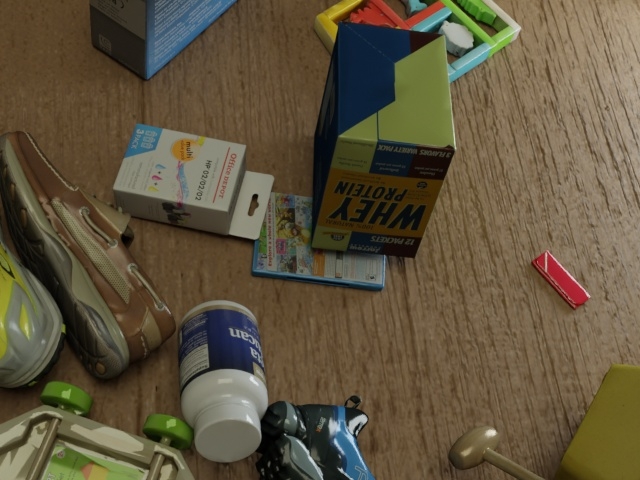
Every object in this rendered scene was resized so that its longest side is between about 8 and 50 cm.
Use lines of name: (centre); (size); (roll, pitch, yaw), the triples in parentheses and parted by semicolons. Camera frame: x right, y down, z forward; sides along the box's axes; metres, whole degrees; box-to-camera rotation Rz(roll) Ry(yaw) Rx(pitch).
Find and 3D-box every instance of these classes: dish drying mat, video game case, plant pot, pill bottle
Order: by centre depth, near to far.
pill bottle: (-0.106, 0.153, 1.089); (0.094, 0.094, 0.169); (0, 39, -10)
plant pot: (0.364, 0.261, 1.093); (0.187, 0.212, 0.212); (26, 59, 19)
video game case: (0.000, 0.000, 1.270); (0.166, 0.015, 0.119); (7, 61, -6)
dish drying mat: (0.314, 0.051, 1.303); (0.032, 0.008, 0.083); (-32, 71, -25)

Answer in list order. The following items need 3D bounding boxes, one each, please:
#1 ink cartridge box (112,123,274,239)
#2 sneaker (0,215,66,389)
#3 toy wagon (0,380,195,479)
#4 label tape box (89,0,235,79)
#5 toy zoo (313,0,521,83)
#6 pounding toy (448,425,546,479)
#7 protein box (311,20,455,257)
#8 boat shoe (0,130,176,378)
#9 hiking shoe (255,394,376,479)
ink cartridge box: (-0.154, -0.073, 1.248); (0.181, 0.062, 0.104); (11, 60, 2)
sneaker: (-0.425, -0.007, 1.096); (0.145, 0.147, 0.384); (-46, 68, -3)
toy wagon: (-0.291, 0.281, 1.030); (0.344, 0.068, 0.267); (18, 59, 0)
label tape box: (-0.182, -0.400, 1.276); (0.106, 0.334, 0.241); (35, 61, 10)
toy zoo: (0.127, -0.299, 1.452); (0.293, 0.030, 0.192); (-35, 72, -25)
pounding toy: (0.184, 0.333, 1.036); (0.154, 0.155, 0.270); (-19, 66, -24)
protein box: (0.070, -0.121, 1.228); (0.135, 0.201, 0.200); (6, 51, -6)
boat shoe: (-0.278, 0.006, 1.166); (0.116, 0.123, 0.324); (-23, 74, -29)
hiking shoe: (0.023, 0.310, 1.047); (0.132, 0.113, 0.304); (-2, 68, -24)
